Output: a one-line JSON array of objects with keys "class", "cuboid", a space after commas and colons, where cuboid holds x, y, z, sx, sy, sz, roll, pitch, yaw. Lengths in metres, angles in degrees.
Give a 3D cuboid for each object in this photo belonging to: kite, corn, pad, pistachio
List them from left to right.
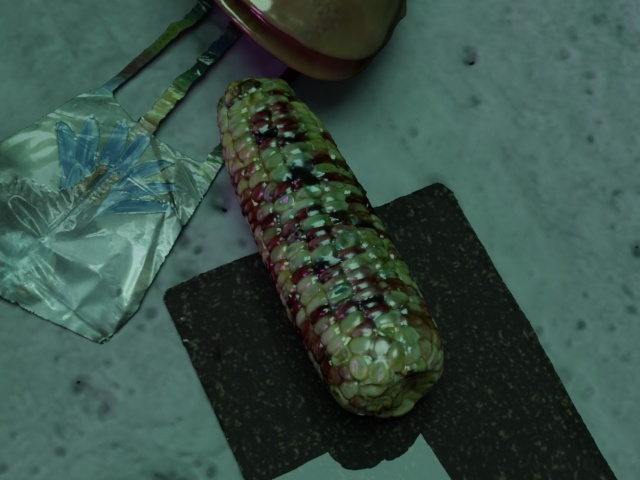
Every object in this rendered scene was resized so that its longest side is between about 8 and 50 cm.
[{"class": "kite", "cuboid": [-0.117, -0.066, 1.078, 0.169, 0.015, 0.310, 41, 68, 16]}, {"class": "pistachio", "cuboid": [-0.027, -0.234, 1.075, 0.213, 0.163, 0.260, 14, 50, -17]}, {"class": "corn", "cuboid": [0.000, 0.000, 1.000, 0.086, 0.086, 0.253, -21, 62, -13]}, {"class": "pad", "cuboid": [0.059, 0.128, 0.983, 0.220, 0.004, 0.330, -21, 64, -12]}]
